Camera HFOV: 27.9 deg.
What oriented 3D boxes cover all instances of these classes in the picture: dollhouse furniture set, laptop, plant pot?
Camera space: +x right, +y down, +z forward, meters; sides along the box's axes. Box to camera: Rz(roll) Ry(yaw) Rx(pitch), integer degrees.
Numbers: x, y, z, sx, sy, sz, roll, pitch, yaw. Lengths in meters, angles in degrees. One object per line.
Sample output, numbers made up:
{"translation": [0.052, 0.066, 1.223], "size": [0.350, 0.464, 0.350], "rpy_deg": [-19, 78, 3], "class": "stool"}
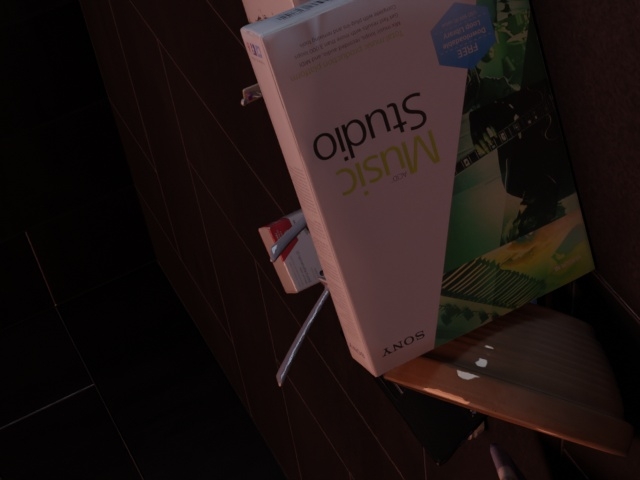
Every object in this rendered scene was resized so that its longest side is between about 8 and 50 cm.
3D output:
{"translation": [-0.086, -0.241, 1.756], "size": [0.091, 0.081, 0.114], "rpy_deg": [54, 162, 37], "class": "dollhouse furniture set"}
{"translation": [0.121, 0.062, 1.404], "size": [0.136, 0.264, 0.234], "rpy_deg": [27, -162, -44], "class": "laptop"}
{"translation": [0.188, 0.118, 1.217], "size": [0.237, 0.237, 0.110], "rpy_deg": [174, 115, -75], "class": "plant pot"}

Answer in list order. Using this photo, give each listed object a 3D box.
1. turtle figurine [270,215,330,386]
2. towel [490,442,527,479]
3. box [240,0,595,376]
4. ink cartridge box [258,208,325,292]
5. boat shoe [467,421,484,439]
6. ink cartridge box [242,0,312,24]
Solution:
{"translation": [0.034, -0.040, 1.308], "size": [0.198, 0.274, 0.266], "rpy_deg": [55, -159, -47], "class": "turtle figurine"}
{"translation": [0.252, 0.363, 1.385], "size": [0.209, 0.034, 0.285], "rpy_deg": [56, -170, -18], "class": "towel"}
{"translation": [0.092, -0.071, 1.094], "size": [0.058, 0.232, 0.322], "rpy_deg": [39, 151, 62], "class": "box"}
{"translation": [0.000, 0.000, 1.746], "size": [0.099, 0.135, 0.056], "rpy_deg": [66, 163, -5], "class": "ink cartridge box"}
{"translation": [0.127, 0.162, 1.665], "size": [0.227, 0.081, 0.079], "rpy_deg": [62, 166, 10], "class": "boat shoe"}
{"translation": [0.031, -0.223, 1.182], "size": [0.168, 0.171, 0.233], "rpy_deg": [40, 151, 61], "class": "ink cartridge box"}
